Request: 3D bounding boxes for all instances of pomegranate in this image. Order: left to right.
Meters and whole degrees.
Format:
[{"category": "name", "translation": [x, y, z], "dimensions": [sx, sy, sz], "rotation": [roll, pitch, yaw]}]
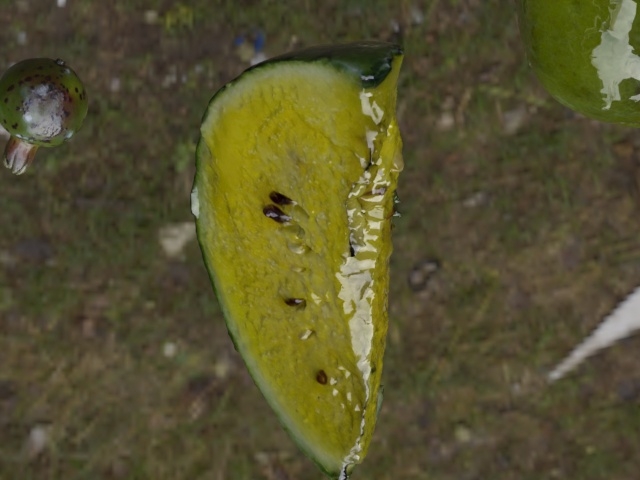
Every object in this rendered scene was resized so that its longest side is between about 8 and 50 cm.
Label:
[{"category": "pomegranate", "translation": [-0.212, -0.095, 1.264], "dimensions": [0.073, 0.084, 0.073], "rotation": [26, 159, 11]}]

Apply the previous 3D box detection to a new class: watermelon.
[{"category": "watermelon", "translation": [0.000, 0.000, 0.921], "dimensions": [0.123, 0.129, 0.301], "rotation": [-10, 132, -12]}]

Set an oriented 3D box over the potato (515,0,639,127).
[{"category": "potato", "translation": [0.174, -0.183, 0.859], "dimensions": [0.149, 0.186, 0.253], "rotation": [21, 106, 25]}]
